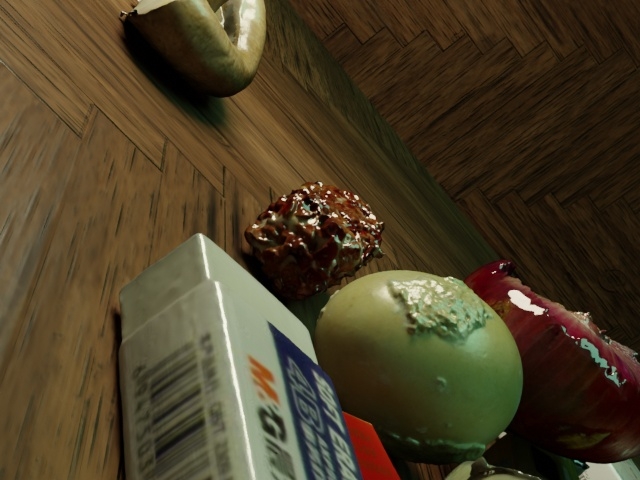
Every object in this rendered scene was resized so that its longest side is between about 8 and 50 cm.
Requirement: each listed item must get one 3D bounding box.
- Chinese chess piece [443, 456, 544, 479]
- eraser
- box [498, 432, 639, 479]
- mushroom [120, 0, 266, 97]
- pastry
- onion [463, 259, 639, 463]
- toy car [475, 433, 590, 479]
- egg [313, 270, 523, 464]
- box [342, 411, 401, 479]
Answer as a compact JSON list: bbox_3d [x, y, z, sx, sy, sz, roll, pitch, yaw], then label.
[{"bbox_3d":[0.188,0.249,0.718,0.238,0.092,0.238,25,-13,6],"label":"Chinese chess piece"},{"bbox_3d":[-0.039,0.124,0.515,0.124,0.081,0.279,44,16,-35],"label":"eraser"},{"bbox_3d":[0.377,0.335,1.331,0.274,0.116,0.203,31,26,-59],"label":"box"},{"bbox_3d":[-0.122,-0.252,1.110,0.151,0.156,0.285,60,21,-23],"label":"mushroom"},{"bbox_3d":[-0.001,-0.002,0.944,0.115,0.097,0.208,49,15,0],"label":"pastry"},{"bbox_3d":[0.232,0.130,0.970,0.248,0.161,0.248,24,23,-11],"label":"onion"},{"bbox_3d":[0.213,0.267,0.979,0.124,0.101,0.256,43,15,-6],"label":"toy car"},{"bbox_3d":[0.085,0.110,0.823,0.201,0.164,0.164,33,20,-25],"label":"egg"},{"bbox_3d":[0.033,0.199,0.640,0.112,0.048,0.175,38,19,-55],"label":"box"}]
